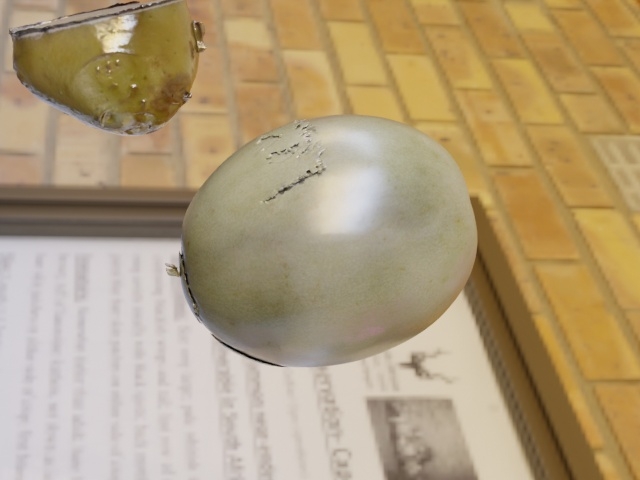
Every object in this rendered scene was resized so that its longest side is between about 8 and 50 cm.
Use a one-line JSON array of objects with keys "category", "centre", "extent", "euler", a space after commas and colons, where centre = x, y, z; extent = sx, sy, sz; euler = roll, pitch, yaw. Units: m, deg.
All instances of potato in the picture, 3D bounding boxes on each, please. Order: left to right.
[{"category": "potato", "centre": [-0.324, -0.253, 1.834], "extent": [0.246, 0.300, 0.196], "euler": [-28, 113, -51]}]

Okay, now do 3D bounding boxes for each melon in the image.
[{"category": "melon", "centre": [0.000, 0.000, 1.294], "extent": [0.268, 0.330, 0.268], "euler": [166, -90, -89]}]
